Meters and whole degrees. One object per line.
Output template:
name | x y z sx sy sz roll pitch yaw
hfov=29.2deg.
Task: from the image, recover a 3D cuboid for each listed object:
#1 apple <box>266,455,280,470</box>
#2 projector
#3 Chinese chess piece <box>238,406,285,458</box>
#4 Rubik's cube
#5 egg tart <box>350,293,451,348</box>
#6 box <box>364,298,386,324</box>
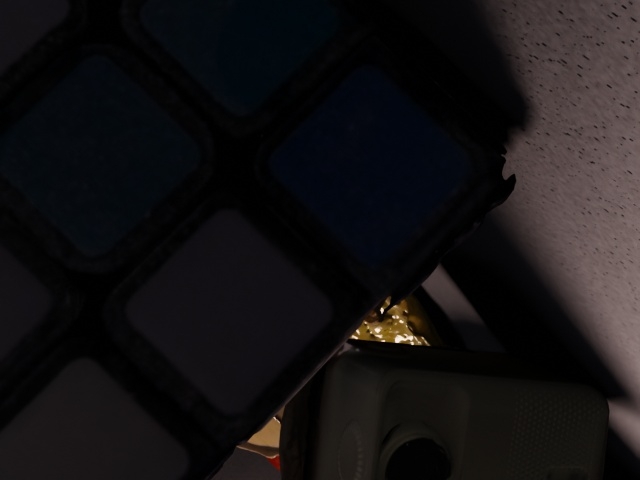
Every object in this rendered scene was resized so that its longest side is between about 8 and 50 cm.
apple | 0.012 0.206 1.573 0.201 0.218 0.218 41 171 -11
projector | 0.091 0.171 1.012 0.242 0.163 0.177 7 -179 -18
Chinese chess piece | -0.104 0.096 1.153 0.257 0.104 0.257 28 157 13
Rubik's cube | -0.136 -0.024 0.823 0.359 0.362 0.363 42 171 0
egg tart | -0.005 0.066 1.310 0.345 0.132 0.345 41 169 10
box | 0.000 0.000 1.084 0.177 0.111 0.111 44 170 2
